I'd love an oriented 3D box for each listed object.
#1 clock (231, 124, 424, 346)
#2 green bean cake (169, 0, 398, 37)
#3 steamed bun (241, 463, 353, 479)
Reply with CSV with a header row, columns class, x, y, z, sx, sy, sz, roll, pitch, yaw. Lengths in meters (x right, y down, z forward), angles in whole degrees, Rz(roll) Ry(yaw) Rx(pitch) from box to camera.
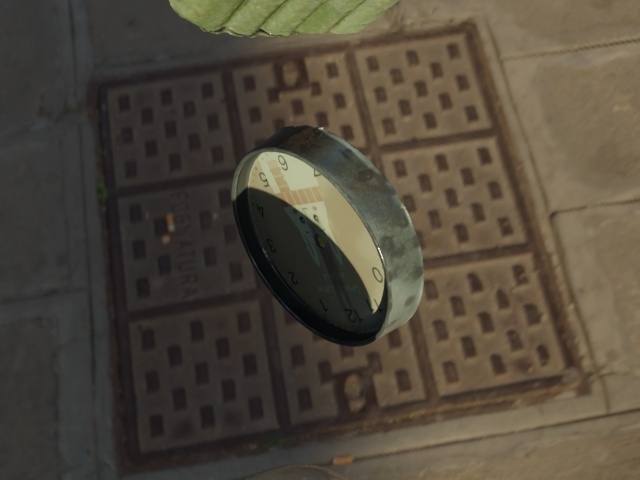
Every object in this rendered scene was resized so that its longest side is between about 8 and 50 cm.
class,x,y,z,sx,sy,sz,roll,pitch,yaw
clock,0.000,0.000,1.414,0.076,0.386,0.386,-33,68,-33
green bean cake,-0.037,-0.244,0.636,0.183,0.094,0.185,-7,73,-35
steamed bun,-0.021,0.407,0.993,0.283,0.177,0.283,2,85,-19
